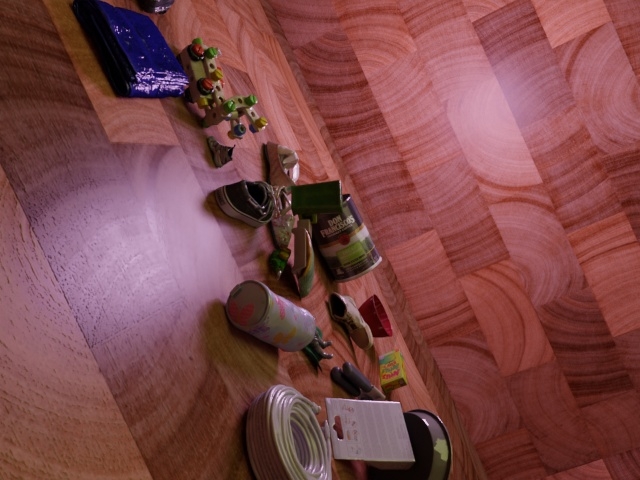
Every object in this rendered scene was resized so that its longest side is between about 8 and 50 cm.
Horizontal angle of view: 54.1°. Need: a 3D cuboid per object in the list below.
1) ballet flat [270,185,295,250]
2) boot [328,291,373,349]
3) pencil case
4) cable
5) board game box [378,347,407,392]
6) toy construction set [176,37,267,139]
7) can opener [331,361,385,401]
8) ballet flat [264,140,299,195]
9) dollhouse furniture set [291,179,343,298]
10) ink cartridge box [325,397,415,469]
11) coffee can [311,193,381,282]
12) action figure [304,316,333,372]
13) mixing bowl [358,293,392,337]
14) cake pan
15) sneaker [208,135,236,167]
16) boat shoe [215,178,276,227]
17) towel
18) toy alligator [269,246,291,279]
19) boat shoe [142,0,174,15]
[{"bbox_3d":[-0.121,-0.081,1.956,0.091,0.077,0.240,47,23,-55],"label":"ballet flat"},{"bbox_3d":[0.102,0.281,2.184,0.213,0.077,0.165,65,12,18],"label":"boot"},{"bbox_3d":[-0.111,0.179,1.467,0.124,0.114,0.273,61,10,28],"label":"pencil case"},{"bbox_3d":[-0.063,0.423,1.283,0.257,0.089,0.257,54,18,-38],"label":"cable"},{"bbox_3d":[0.281,0.506,2.442,0.043,0.092,0.181,61,14,-23],"label":"board game box"},{"bbox_3d":[-0.294,-0.444,1.763,0.215,0.151,0.327,-6,63,-50],"label":"toy construction set"},{"bbox_3d":[0.126,0.474,1.944,0.283,0.076,0.095,49,20,-47],"label":"can opener"},{"bbox_3d":[-0.126,-0.258,2.181,0.107,0.106,0.315,54,18,-41],"label":"ballet flat"},{"bbox_3d":[0.000,0.000,1.893,0.197,0.152,0.301,76,12,-61],"label":"dollhouse furniture set"},{"bbox_3d":[0.128,0.529,1.717,0.189,0.233,0.066,-101,-159,-46],"label":"ink cartridge box"},{"bbox_3d":[0.081,-0.009,2.337,0.275,0.202,0.201,63,14,-13],"label":"coffee can"},{"bbox_3d":[-0.041,0.250,1.736,0.232,0.064,0.137,50,23,-39],"label":"action figure"},{"bbox_3d":[0.204,0.313,2.470,0.181,0.098,0.181,58,15,-25],"label":"mixing bowl"},{"bbox_3d":[0.242,0.614,1.759,0.054,0.293,0.293,27,34,-30],"label":"cake pan"},{"bbox_3d":[-0.265,-0.254,1.718,0.098,0.069,0.038,69,13,14],"label":"sneaker"},{"bbox_3d":[-0.178,-0.114,1.730,0.113,0.105,0.306,70,14,15],"label":"boat shoe"},{"bbox_3d":[-0.417,-0.438,1.441,0.227,0.076,0.308,65,13,-7],"label":"towel"},{"bbox_3d":[-0.122,0.060,1.774,0.052,0.056,0.189,22,20,0],"label":"toy alligator"},{"bbox_3d":[-0.460,-0.669,1.761,0.206,0.075,0.064,-91,-163,-71],"label":"boat shoe"}]
